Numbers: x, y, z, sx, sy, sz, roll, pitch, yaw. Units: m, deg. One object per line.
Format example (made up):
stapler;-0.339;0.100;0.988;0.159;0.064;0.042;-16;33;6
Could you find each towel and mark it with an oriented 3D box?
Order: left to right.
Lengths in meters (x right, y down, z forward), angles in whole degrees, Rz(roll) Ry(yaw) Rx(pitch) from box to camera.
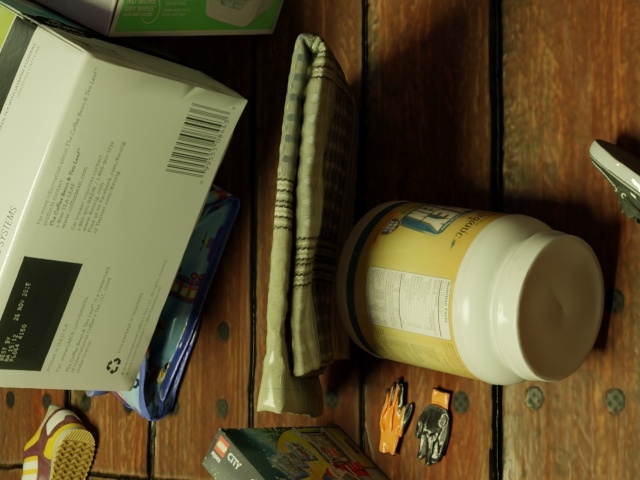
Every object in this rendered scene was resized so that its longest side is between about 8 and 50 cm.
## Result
towel;0.000;0.000;1.262;0.056;0.312;0.324;5;86;5

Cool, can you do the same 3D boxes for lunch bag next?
lunch bag;-0.234;0.051;1.596;0.221;0.138;0.293;31;117;39

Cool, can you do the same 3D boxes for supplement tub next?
supplement tub;0.127;0.044;1.210;0.199;0.144;0.144;9;92;45

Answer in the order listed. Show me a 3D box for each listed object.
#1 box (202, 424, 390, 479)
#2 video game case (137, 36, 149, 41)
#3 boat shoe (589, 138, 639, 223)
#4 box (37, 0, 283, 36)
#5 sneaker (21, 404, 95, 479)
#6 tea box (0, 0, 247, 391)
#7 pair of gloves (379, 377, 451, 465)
box;0.019;0.257;1.286;0.233;0.159;0.044;43;115;39
video game case;-0.198;-0.402;1.655;0.275;0.035;0.248;-46;56;31
boat shoe;0.266;-0.031;1.147;0.142;0.049;0.040;47;118;35
box;-0.192;-0.306;1.445;0.231;0.262;0.127;29;113;28
sneaker;-0.332;0.291;1.706;0.084;0.069;0.185;39;107;49
tea box;-0.300;-0.067;1.396;0.323;0.220;0.329;32;104;37
pair of gloves;0.089;0.171;1.330;0.083;0.010;0.074;8;91;42
